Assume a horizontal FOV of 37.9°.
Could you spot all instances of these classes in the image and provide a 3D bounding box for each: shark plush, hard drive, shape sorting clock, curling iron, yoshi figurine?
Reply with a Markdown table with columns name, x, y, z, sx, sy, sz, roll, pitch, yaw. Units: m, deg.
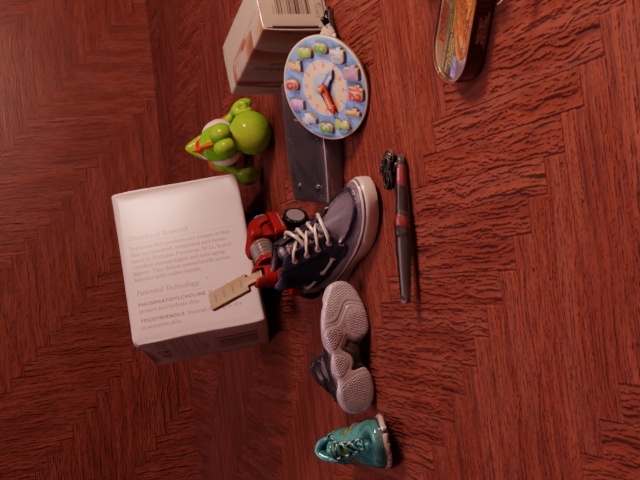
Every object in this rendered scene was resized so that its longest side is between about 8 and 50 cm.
| name | x | y | z | sx | sy | sz | roll | pitch | yaw |
| --- | --- | --- | --- | --- | --- | --- | --- | --- | --- |
| shark plush | 0.011 | -0.389 | 1.875 | 0.067 | 0.073 | 0.161 | 30 | -137 | -76 |
| hard drive | -0.016 | -0.210 | 1.962 | 0.172 | 0.054 | 0.254 | 10 | 108 | 61 |
| shape sorting clock | 0.008 | -0.296 | 1.814 | 0.206 | 0.040 | 0.206 | 16 | 119 | 30 |
| curling iron | 0.142 | -0.026 | 1.652 | 0.068 | 0.035 | 0.274 | 157 | 107 | -73 |
| yoshi figurine | -0.212 | -0.259 | 2.418 | 0.203 | 0.203 | 0.362 | -54 | 8 | -1 |

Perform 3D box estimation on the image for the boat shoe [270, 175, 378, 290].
| name | x | y | z | sx | sy | sz | roll | pitch | yaw |
| --- | --- | --- | --- | --- | --- | --- | --- | --- | --- |
| boat shoe | 0.000 | 0.000 | 1.863 | 0.340 | 0.158 | 0.127 | 111 | 146 | -52 |

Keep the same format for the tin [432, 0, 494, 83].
| name | x | y | z | sx | sy | sz | roll | pitch | yaw |
| --- | --- | --- | --- | --- | --- | --- | --- | --- | --- |
| tin | 0.211 | -0.326 | 1.379 | 0.106 | 0.040 | 0.189 | -130 | 39 | -50 |

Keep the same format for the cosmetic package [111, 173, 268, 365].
| name | x | y | z | sx | sy | sz | roll | pitch | yaw |
| --- | --- | --- | --- | --- | --- | --- | --- | --- | --- |
| cosmetic package | -0.330 | 0.085 | 2.438 | 0.329 | 0.327 | 0.393 | 91 | 167 | -73 |

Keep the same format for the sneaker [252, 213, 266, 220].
| name | x | y | z | sx | sy | sz | roll | pitch | yaw |
| --- | --- | --- | --- | --- | --- | --- | --- | --- | --- |
| sneaker | -0.134 | 0.027 | 2.390 | 0.078 | 0.067 | 0.188 | 75 | -175 | -84 |

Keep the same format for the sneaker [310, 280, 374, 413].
| name | x | y | z | sx | sy | sz | roll | pitch | yaw |
| --- | --- | --- | --- | --- | --- | --- | --- | --- | --- |
| sneaker | 0.030 | 0.217 | 1.923 | 0.153 | 0.101 | 0.268 | 176 | 85 | -67 |

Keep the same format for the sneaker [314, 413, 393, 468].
| name | x | y | z | sx | sy | sz | roll | pitch | yaw |
| --- | --- | --- | --- | --- | --- | --- | --- | --- | --- |
| sneaker | 0.070 | 0.415 | 1.869 | 0.275 | 0.110 | 0.107 | 137 | 124 | -64 |

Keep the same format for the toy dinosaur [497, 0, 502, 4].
| name | x | y | z | sx | sy | sz | roll | pitch | yaw |
| --- | --- | --- | --- | --- | --- | --- | --- | --- | --- |
| toy dinosaur | 0.272 | -0.397 | 1.198 | 0.092 | 0.053 | 0.183 | -121 | 36 | -79 |

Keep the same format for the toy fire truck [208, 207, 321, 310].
| name | x | y | z | sx | sy | sz | roll | pitch | yaw |
| --- | --- | --- | --- | --- | --- | --- | --- | --- | --- |
| toy fire truck | -0.133 | 0.053 | 2.109 | 0.217 | 0.246 | 0.158 | -119 | 30 | -45 |

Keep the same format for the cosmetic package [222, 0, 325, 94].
| name | x | y | z | sx | sy | sz | roll | pitch | yaw |
| --- | --- | --- | --- | --- | --- | --- | --- | --- | --- |
| cosmetic package | -0.103 | -0.438 | 2.025 | 0.296 | 0.153 | 0.129 | 134 | 128 | -66 |
